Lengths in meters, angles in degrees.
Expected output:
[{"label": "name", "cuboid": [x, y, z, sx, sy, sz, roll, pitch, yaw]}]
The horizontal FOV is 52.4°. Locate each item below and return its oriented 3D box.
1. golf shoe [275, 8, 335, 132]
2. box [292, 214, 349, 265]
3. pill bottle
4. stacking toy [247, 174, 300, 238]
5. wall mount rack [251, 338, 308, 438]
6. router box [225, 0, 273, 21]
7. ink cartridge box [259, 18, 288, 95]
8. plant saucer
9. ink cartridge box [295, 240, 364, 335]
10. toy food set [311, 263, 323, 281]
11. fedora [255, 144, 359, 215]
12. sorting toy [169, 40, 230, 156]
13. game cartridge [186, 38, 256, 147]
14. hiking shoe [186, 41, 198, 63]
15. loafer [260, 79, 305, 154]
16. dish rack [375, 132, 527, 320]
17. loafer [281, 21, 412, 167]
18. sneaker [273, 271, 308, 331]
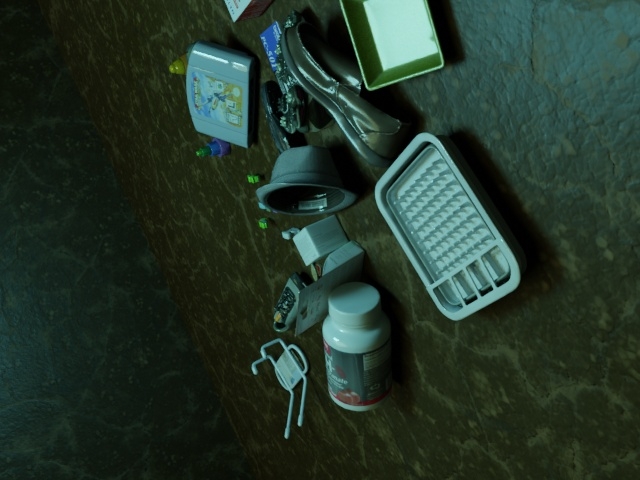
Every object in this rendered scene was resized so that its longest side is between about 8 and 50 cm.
[{"label": "golf shoe", "cuboid": [-0.035, -0.379, 1.475, 0.105, 0.120, 0.273, -178, 85, -67]}, {"label": "box", "cuboid": [0.000, 0.000, 1.711, 0.087, 0.101, 0.102, 63, 153, 5]}, {"label": "pill bottle", "cuboid": [0.096, 0.271, 1.681, 0.176, 0.176, 0.319, 35, 140, 45]}, {"label": "stacking toy", "cuboid": [-0.140, -0.107, 1.938, 0.221, 0.052, 0.167, 22, 128, 56]}, {"label": "wall mount rack", "cuboid": [-0.125, 0.526, 2.334, 0.304, 0.130, 0.350, 57, 153, 16]}, {"label": "router box", "cuboid": [-0.179, -0.718, 1.466, 0.301, 0.082, 0.336, -13, 100, 63]}, {"label": "ink cartridge box", "cuboid": [-0.072, -0.415, 1.562, 0.097, 0.046, 0.207, -8, 104, 61]}, {"label": "plant saucer", "cuboid": [0.138, -0.388, 1.181, 0.188, 0.045, 0.188, -5, 108, 47]}, {"label": "ink cartridge box", "cuboid": [0.011, 0.122, 1.656, 0.056, 0.224, 0.181, 41, 144, 32]}, {"label": "toy food set", "cuboid": [0.007, 0.119, 1.891, 0.078, 0.019, 0.122, -1, 103, 61]}, {"label": "fedora", "cuboid": [-0.032, -0.151, 1.570, 0.275, 0.243, 0.124, 139, 134, -71]}, {"label": "sorting toy", "cuboid": [-0.380, -0.424, 2.020, 0.127, 0.126, 0.366, 27, 134, 50]}, {"label": "game cartridge", "cuboid": [-0.281, -0.408, 1.834, 0.198, 0.062, 0.297, 16, 137, 8]}, {"label": "hiking shoe", "cuboid": [-0.332, -0.459, 1.898, 0.114, 0.086, 0.227, 31, 138, 52]}, {"label": "loafer", "cuboid": [-0.106, -0.301, 1.682, 0.078, 0.076, 0.223, -4, 112, 53]}, {"label": "dish rack", "cuboid": [0.254, -0.029, 1.269, 0.333, 0.072, 0.285, 59, 153, 11]}, {"label": "loafer", "cuboid": [0.065, -0.323, 1.338, 0.366, 0.133, 0.130, 51, 125, 8]}, {"label": "sneaker", "cuboid": [-0.090, 0.204, 2.036, 0.100, 0.108, 0.272, 51, 148, 30]}]
